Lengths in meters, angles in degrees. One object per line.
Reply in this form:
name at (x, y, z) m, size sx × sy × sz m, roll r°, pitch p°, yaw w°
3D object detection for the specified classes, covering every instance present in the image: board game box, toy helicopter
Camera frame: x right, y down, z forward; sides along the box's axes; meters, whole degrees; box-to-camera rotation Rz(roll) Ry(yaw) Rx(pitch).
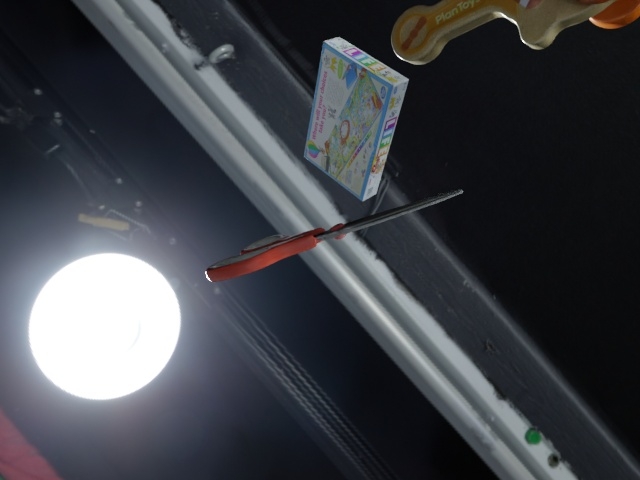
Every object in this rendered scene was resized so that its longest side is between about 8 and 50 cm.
board game box at (0.035, -0.134, 0.662) m, size 0.103 × 0.026 × 0.154 m, roll 40°, pitch -40°, yaw 26°
toy helicopter at (0.247, -0.362, 0.801) m, size 0.354 × 0.140 × 0.235 m, roll -19°, pitch -100°, yaw 36°

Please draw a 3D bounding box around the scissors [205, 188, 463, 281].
scissors at (0.000, 0.000, 0.619) m, size 0.297 × 0.109 × 0.021 m, roll -13°, pitch -78°, yaw 37°
